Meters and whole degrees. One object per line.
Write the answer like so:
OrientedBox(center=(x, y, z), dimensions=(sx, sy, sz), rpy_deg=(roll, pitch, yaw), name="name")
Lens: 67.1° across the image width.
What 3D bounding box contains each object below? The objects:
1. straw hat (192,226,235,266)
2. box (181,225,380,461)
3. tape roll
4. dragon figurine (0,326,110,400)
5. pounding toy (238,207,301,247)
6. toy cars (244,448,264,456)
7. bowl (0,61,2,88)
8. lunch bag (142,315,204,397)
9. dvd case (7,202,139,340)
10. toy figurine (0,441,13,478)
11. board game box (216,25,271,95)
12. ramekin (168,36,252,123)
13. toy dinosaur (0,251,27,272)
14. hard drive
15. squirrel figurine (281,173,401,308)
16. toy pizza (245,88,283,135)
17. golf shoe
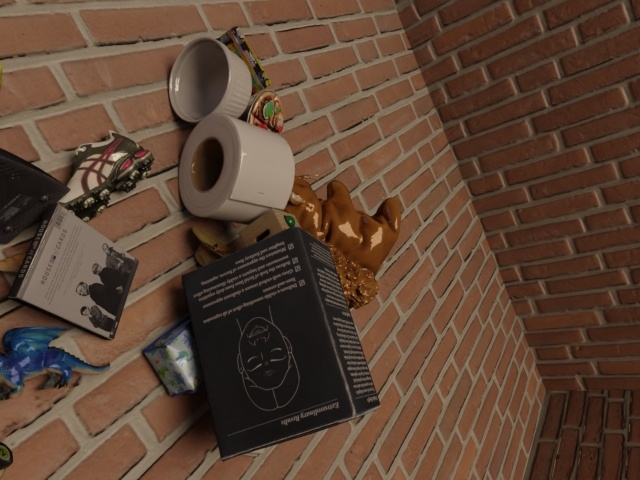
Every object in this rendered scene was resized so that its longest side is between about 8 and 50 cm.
OrientedBox(center=(-0.266, 0.035, 1.170), dimensions=(0.144, 0.144, 0.061), rpy_deg=(34, 96, -39), name="straw hat")
OrientedBox(center=(-0.086, 0.217, 1.043), dimensions=(0.212, 0.294, 0.395), rpy_deg=(34, 36, -66), name="box")
OrientedBox(center=(-0.206, -0.165, 1.168), dimensions=(0.169, 0.246, 0.246), rpy_deg=(10, 71, -48), name="tape roll")
OrientedBox(center=(-0.494, 0.190, 0.836), dimensions=(0.289, 0.085, 0.143), rpy_deg=(1, 78, -48), name="dragon figurine")
OrientedBox(center=(-0.101, -0.009, 1.154), dimensions=(0.100, 0.141, 0.130), rpy_deg=(63, 19, 17), name="pounding toy")
OrientedBox(center=(-0.099, 0.373, 1.240), dimensions=(0.394, 0.087, 0.176), rpy_deg=(-43, 111, -47), name="toy cars")
OrientedBox(center=(-0.634, -0.196, 0.716), dimensions=(0.289, 0.290, 0.156), rpy_deg=(-33, 145, -49), name="bowl")
OrientedBox(center=(-0.286, 0.245, 1.063), dimensions=(0.128, 0.096, 0.151), rpy_deg=(64, 29, -11), name="lunch bag")
OrientedBox(center=(-0.445, 0.067, 0.905), dimensions=(0.238, 0.030, 0.179), rpy_deg=(58, 36, -57), name="dvd case")
OrientedBox(center=(-0.542, 0.329, 0.636), dimensions=(0.210, 0.213, 0.148), rpy_deg=(16, 78, -41), name="toy figurine")
OrientedBox(center=(-0.234, -0.467, 1.314), dimensions=(0.170, 0.141, 0.048), rpy_deg=(59, 40, -18), name="board game box")
OrientedBox(center=(-0.268, -0.386, 1.207), dimensions=(0.109, 0.207, 0.207), rpy_deg=(2, 77, -59), name="ramekin")
OrientedBox(center=(-0.536, 0.046, 0.867), dimensions=(0.211, 0.064, 0.112), rpy_deg=(-17, 78, -61), name="toy dinosaur")
OrientedBox(center=(-0.539, -0.077, 0.753), dimensions=(0.054, 0.172, 0.254), rpy_deg=(50, 1, 12), name="hard drive")
OrientedBox(center=(0.000, 0.000, 1.347), dimensions=(0.371, 0.281, 0.396), rpy_deg=(29, 54, -34), name="squirrel figurine")
OrientedBox(center=(-0.150, -0.326, 1.377), dimensions=(0.201, 0.032, 0.201), rpy_deg=(-50, 148, -47), name="toy pizza")
OrientedBox(center=(-0.469, -0.123, 0.981), dimensions=(0.120, 0.105, 0.273), rpy_deg=(41, 46, -5), name="golf shoe")
